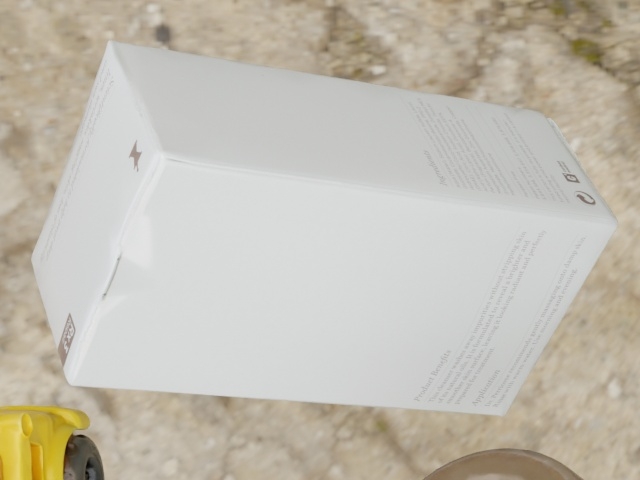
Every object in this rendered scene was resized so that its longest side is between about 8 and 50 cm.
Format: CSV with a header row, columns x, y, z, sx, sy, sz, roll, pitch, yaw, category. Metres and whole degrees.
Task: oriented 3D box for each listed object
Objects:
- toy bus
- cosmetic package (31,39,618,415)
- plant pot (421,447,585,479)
x,y,z,sx,sy,sz,roll,pitch,yaw,category
-0.256,0.230,1.268,0.149,0.211,0.220,-5,81,7,toy bus
0.000,0.000,1.276,0.217,0.385,0.156,-63,32,30,cosmetic package
0.143,0.264,1.117,0.263,0.263,0.229,-15,132,20,plant pot
